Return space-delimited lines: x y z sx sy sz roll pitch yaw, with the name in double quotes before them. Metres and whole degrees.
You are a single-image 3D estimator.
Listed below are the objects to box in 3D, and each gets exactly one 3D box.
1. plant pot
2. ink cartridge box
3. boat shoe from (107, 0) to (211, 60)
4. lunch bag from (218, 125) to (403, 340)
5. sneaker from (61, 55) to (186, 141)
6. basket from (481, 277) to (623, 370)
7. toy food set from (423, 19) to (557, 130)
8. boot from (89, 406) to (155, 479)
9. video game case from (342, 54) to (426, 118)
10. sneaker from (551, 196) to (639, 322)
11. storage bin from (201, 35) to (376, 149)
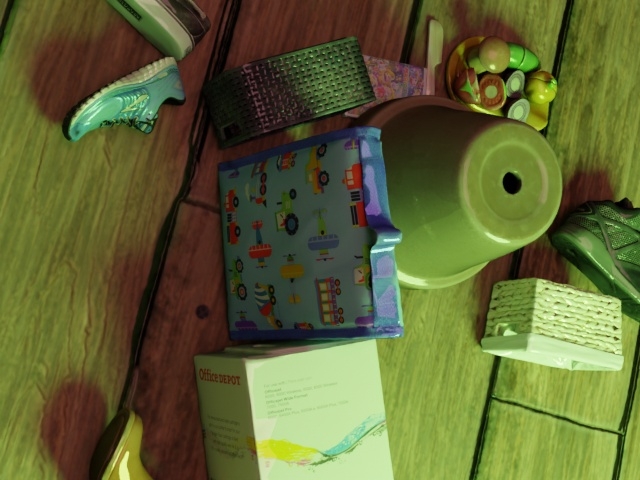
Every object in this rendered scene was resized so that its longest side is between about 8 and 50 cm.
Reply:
"plant pot" 0.170 -0.066 1.229 0.263 0.229 0.262 1 88 -25
"ink cartridge box" -0.031 0.233 1.144 0.168 0.171 0.232 -7 89 -26
"boat shoe" -0.220 -0.312 1.155 0.219 0.078 0.070 47 66 -22
"lunch bag" 0.000 0.000 1.110 0.138 0.293 0.220 -3 88 -26
"sneaker" -0.222 -0.153 1.144 0.162 0.063 0.073 -33 103 -24
"basket" 0.322 0.117 1.359 0.167 0.113 0.103 13 78 -25
"toy food set" 0.250 -0.227 1.375 0.218 0.071 0.128 16 79 -24
"boot" -0.189 0.295 1.121 0.153 0.073 0.197 15 91 -23
"video game case" 0.087 -0.200 1.327 0.122 0.011 0.087 7 83 -26
"sneaker" 0.454 0.024 1.444 0.227 0.087 0.130 44 75 -10
"storage bin" -0.039 -0.180 1.201 0.180 0.122 0.084 -21 95 -26
